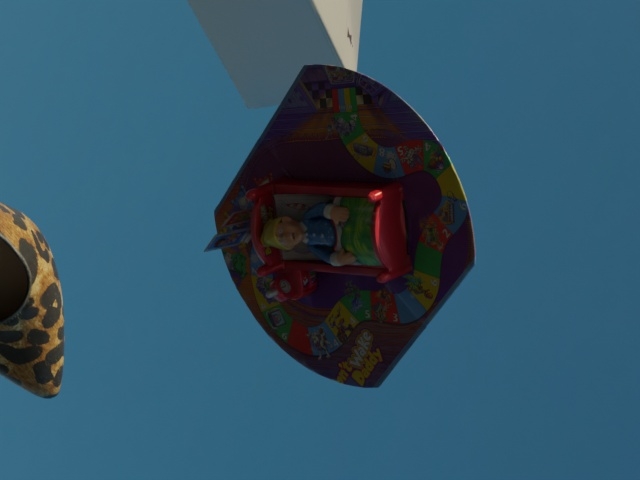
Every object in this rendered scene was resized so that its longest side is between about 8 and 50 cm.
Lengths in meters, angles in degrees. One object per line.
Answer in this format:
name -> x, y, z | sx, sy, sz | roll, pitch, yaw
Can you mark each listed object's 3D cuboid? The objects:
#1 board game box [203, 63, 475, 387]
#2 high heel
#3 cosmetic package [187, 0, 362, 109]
board game box -> 0.000, 0.000, 0.820 | 0.133, 0.033, 0.169 | 49, -49, 17
high heel -> -0.227, 0.020, 0.964 | 0.093, 0.261, 0.186 | -23, -158, 7
cosmetic package -> -0.045, -0.331, 1.203 | 0.097, 0.284, 0.377 | -9, -128, 19
